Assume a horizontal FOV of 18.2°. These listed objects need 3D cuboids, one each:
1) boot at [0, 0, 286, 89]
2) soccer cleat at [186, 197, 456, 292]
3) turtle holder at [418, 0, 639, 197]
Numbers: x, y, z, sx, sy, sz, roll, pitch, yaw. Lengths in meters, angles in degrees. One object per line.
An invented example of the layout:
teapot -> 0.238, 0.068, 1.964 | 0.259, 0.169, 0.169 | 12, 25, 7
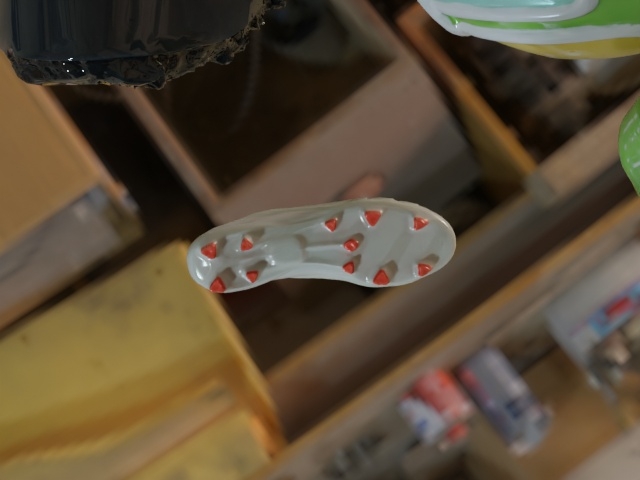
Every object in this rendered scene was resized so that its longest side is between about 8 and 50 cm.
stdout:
boot -> -0.059, -0.144, 0.562 | 0.094, 0.207, 0.246 | 1, -169, 4
soccer cleat -> 0.000, 0.000, 1.454 | 0.196, 0.068, 0.076 | -5, -164, 4
turtle holder -> 0.169, -0.204, 1.160 | 0.227, 0.243, 0.320 | -26, 124, 30
